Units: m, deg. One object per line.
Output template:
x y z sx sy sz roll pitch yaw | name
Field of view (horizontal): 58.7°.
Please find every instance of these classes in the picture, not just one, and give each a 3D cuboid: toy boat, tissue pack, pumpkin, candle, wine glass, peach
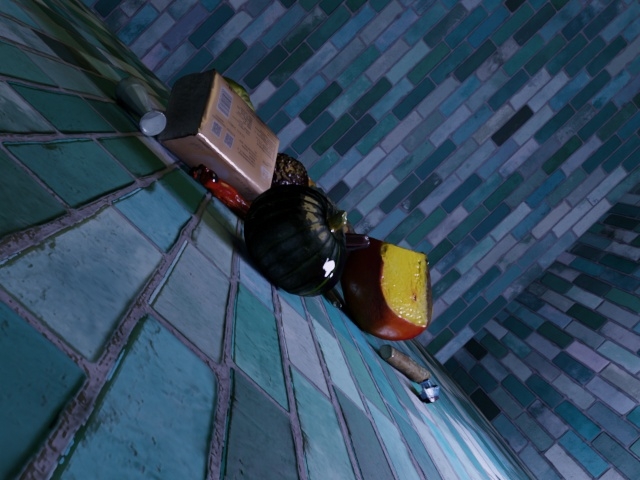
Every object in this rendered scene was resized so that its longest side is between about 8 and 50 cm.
0.300 0.418 1.591 0.060 0.060 0.137 66 13 12 | toy boat
-0.286 -0.256 1.498 0.238 0.238 0.305 48 3 40 | tissue pack
-0.037 -0.005 1.168 0.250 0.216 0.249 47 28 -36 | pumpkin
-0.215 -0.098 1.463 0.051 0.048 0.329 38 -3 36 | candle
-0.415 -0.307 1.314 0.155 0.073 0.073 52 5 32 | wine glass
0.186 0.147 1.757 0.243 0.305 0.380 9 6 -22 | peach

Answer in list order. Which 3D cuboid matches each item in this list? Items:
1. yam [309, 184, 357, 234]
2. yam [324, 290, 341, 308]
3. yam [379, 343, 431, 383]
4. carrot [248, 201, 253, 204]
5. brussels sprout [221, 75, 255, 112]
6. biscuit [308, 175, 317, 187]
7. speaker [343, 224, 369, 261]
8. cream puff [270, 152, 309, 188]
0.001 -0.023 2.075 0.348 0.241 0.241 46 2 -36 | yam
0.028 0.156 1.634 0.129 0.027 0.033 -133 -142 -63 | yam
0.251 0.366 1.677 0.274 0.061 0.061 42 5 -48 | yam
-0.289 -0.187 1.706 0.224 0.057 0.057 43 2 15 | carrot
-0.364 -0.447 2.092 0.344 0.268 0.344 52 -2 3 | brussels sprout
-0.154 -0.191 2.188 0.297 0.101 0.296 16 -28 9 | biscuit
-0.007 0.019 1.557 0.259 0.198 0.329 29 7 12 | speaker
-0.160 -0.208 1.940 0.239 0.239 0.164 -96 169 -86 | cream puff
